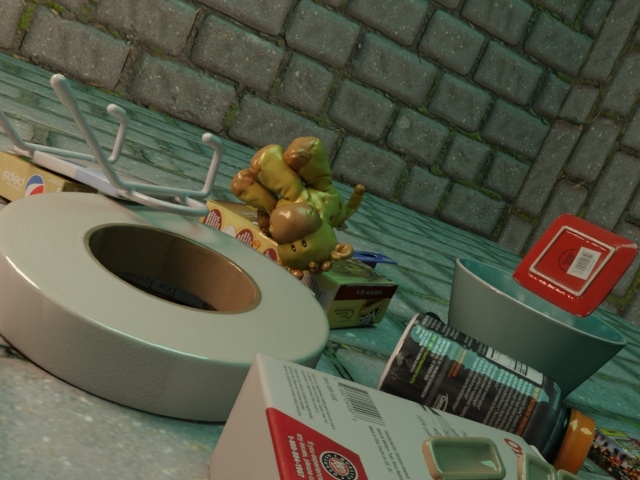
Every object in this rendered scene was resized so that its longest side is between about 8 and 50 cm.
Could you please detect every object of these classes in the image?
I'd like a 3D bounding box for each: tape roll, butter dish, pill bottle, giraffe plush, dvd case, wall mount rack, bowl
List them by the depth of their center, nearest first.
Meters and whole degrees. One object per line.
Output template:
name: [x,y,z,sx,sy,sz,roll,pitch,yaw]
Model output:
tape roll: [-0.175,0.059,0.796,0.392,0.072,0.392,22,15,-6]
pill bottle: [0.199,0.197,0.847,0.246,0.130,0.130,27,11,13]
wall mount rack: [-0.306,-0.139,0.922,0.350,0.130,0.304,20,6,29]
dvd case: [-0.223,0.037,0.999,0.253,0.022,0.180,23,10,-5]
giraffe plush: [-0.031,-0.026,1.053,0.210,0.181,0.170,36,34,-24]
bowl: [0.344,0.168,1.212,0.312,0.163,0.311,24,10,-4]
butter dish: [0.449,0.060,1.213,0.160,0.160,0.118,34,-9,44]

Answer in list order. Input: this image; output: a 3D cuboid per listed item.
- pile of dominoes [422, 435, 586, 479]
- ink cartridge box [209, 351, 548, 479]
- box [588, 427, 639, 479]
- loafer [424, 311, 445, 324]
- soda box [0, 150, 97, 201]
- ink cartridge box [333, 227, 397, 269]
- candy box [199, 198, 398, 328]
pile of dominoes: [0.122,0.238,0.397,0.196,0.040,0.251,28,39,-8]
ink cartridge box: [0.065,0.211,0.531,0.273,0.114,0.197,20,12,-16]
box: [0.522,0.349,1.038,0.233,0.044,0.159,16,13,-35]
loafer: [0.174,0.172,1.079,0.078,0.076,0.223,30,16,2]
soda box: [-0.400,-0.075,0.997,0.181,0.061,0.058,22,8,34]
ink cartridge box: [0.000,0.000,1.554,0.311,0.065,0.186,29,11,34]
candy box: [-0.046,0.036,1.205,0.316,0.087,0.183,32,15,32]
